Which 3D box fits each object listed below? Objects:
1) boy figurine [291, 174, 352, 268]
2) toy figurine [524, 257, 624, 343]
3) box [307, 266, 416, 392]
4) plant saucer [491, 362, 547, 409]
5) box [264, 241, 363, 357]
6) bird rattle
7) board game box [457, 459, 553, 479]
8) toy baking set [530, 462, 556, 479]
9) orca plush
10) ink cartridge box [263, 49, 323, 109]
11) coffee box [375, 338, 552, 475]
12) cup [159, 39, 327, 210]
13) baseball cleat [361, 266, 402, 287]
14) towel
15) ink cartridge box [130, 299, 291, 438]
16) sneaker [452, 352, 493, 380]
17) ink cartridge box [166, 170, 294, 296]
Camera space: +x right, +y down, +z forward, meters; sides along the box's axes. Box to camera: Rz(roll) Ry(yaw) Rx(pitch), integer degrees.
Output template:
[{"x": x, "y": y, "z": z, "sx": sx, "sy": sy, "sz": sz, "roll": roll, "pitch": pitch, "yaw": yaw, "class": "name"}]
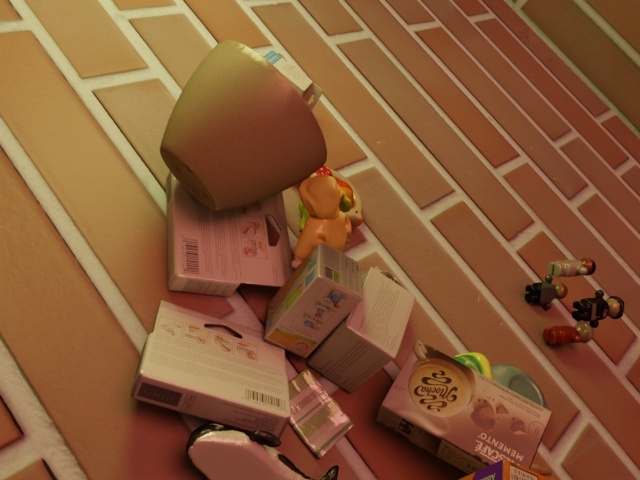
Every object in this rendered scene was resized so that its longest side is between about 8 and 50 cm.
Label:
[{"x": 0.000, "y": 0.000, "z": 1.315, "sx": 0.092, "sy": 0.285, "sz": 0.177, "roll": 18, "pitch": 35, "yaw": 37, "class": "boy figurine"}, {"x": 0.680, "y": 0.161, "z": 1.661, "sx": 0.148, "sy": 0.213, "sz": 0.210, "roll": -3, "pitch": 53, "yaw": -19, "class": "toy figurine"}, {"x": 0.086, "y": 0.187, "z": 1.288, "sx": 0.119, "sy": 0.181, "sz": 0.182, "roll": 34, "pitch": 45, "yaw": -5, "class": "box"}, {"x": 0.484, "y": 0.381, "z": 1.490, "sx": 0.194, "sy": 0.037, "sz": 0.195, "roll": 16, "pitch": 49, "yaw": -20, "class": "plant saucer"}, {"x": -0.016, "y": 0.122, "z": 1.241, "sx": 0.103, "sy": 0.203, "sz": 0.114, "roll": 29, "pitch": 32, "yaw": -18, "class": "box"}, {"x": 0.013, "y": -0.122, "z": 1.558, "sx": 0.206, "sy": 0.143, "sz": 0.254, "roll": 22, "pitch": 34, "yaw": -32, "class": "bird rattle"}, {"x": 0.319, "y": 0.624, "z": 0.973, "sx": 0.356, "sy": 0.356, "sz": 0.356, "roll": 26, "pitch": 47, "yaw": -12, "class": "board game box"}, {"x": 0.470, "y": 0.580, "z": 1.338, "sx": 0.256, "sy": 0.030, "sz": 0.197, "roll": 10, "pitch": 55, "yaw": -25, "class": "toy baking set"}, {"x": -0.102, "y": 0.375, "z": 1.086, "sx": 0.287, "sy": 0.151, "sz": 0.102, "roll": 15, "pitch": 18, "yaw": -18, "class": "orca plush"}, {"x": -0.095, "y": -0.420, "z": 1.698, "sx": 0.181, "sy": 0.104, "sz": 0.062, "roll": 37, "pitch": 45, "yaw": -2, "class": "ink cartridge box"}, {"x": 0.284, "y": 0.356, "z": 1.242, "sx": 0.297, "sy": 0.119, "sz": 0.168, "roll": 28, "pitch": 61, "yaw": 16, "class": "coffee box"}, {"x": -0.187, "y": -0.201, "z": 1.269, "sx": 0.331, "sy": 0.331, "sz": 0.237, "roll": 44, "pitch": 72, "yaw": 5, "class": "cup"}, {"x": 0.154, "y": 0.126, "z": 1.411, "sx": 0.206, "sy": 0.072, "sz": 0.110, "roll": 17, "pitch": 47, "yaw": -59, "class": "baseball cleat"}, {"x": -0.014, "y": 0.338, "z": 1.221, "sx": 0.152, "sy": 0.023, "sz": 0.113, "roll": 50, "pitch": 45, "yaw": 11, "class": "towel"}, {"x": -0.195, "y": 0.235, "z": 1.153, "sx": 0.275, "sy": 0.060, "sz": 0.239, "roll": 21, "pitch": 20, "yaw": -15, "class": "ink cartridge box"}, {"x": 0.324, "y": 0.393, "z": 1.354, "sx": 0.123, "sy": 0.109, "sz": 0.296, "roll": -2, "pitch": 57, "yaw": 1, "class": "sneaker"}, {"x": -0.200, "y": -0.019, "z": 1.350, "sx": 0.261, "sy": 0.066, "sz": 0.296, "roll": 9, "pitch": 53, "yaw": -26, "class": "ink cartridge box"}]
